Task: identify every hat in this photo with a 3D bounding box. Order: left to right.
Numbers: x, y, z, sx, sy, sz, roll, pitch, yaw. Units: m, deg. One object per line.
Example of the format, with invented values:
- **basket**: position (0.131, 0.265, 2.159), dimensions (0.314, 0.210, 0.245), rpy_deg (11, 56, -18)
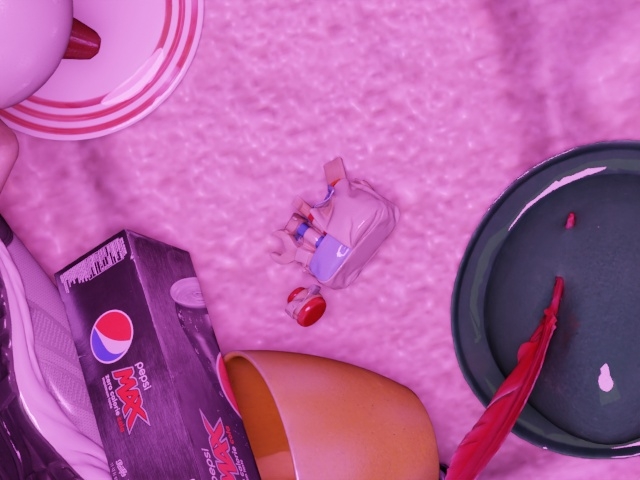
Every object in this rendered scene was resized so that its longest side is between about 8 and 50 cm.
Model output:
- **hat**: position (0.148, 0.064, 0.790), dimensions (0.173, 0.183, 0.208), rpy_deg (24, 103, -2)

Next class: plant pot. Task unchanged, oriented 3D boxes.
- **plant pot**: position (0.007, 0.119, 0.851), dimensions (0.095, 0.134, 0.134), rpy_deg (-7, 103, -23)

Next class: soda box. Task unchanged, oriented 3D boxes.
- **soda box**: position (-0.082, 0.081, 0.826), dimensions (0.053, 0.060, 0.169), rpy_deg (-32, 61, 23)

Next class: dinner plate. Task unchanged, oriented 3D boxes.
- **dinner plate**: position (-0.132, -0.122, 0.839), dimensions (0.141, 0.017, 0.141), rpy_deg (-5, 111, -14)

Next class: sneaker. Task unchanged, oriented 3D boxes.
- **sneaker**: position (-0.152, 0.087, 0.869), dimensions (0.100, 0.108, 0.271), rpy_deg (-34, 82, 28)

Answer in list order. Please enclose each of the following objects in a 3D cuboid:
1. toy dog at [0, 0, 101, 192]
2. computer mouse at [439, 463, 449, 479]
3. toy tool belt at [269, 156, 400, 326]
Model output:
- **toy dog**: position (-0.226, -0.153, 0.752), dimensions (0.220, 0.161, 0.333), rpy_deg (-42, 79, 13)
- **computer mouse**: position (0.136, 0.259, 0.890), dimensions (0.272, 0.072, 0.188), rpy_deg (23, 102, -1)
- **toy tool belt**: position (0.000, 0.000, 0.861), dimensions (0.051, 0.052, 0.083), rpy_deg (42, 100, 27)
